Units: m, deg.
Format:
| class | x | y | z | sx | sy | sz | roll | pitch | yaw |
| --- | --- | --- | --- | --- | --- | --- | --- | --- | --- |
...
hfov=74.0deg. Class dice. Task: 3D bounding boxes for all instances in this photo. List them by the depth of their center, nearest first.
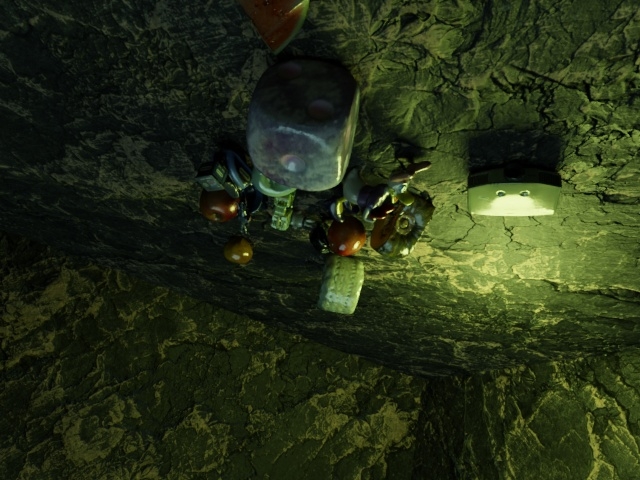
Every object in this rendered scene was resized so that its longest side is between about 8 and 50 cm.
| class | x | y | z | sx | sy | sz | roll | pitch | yaw |
| --- | --- | --- | --- | --- | --- | --- | --- | --- | --- |
| dice | -0.042 | -0.322 | 1.201 | 0.269 | 0.272 | 0.270 | 12 | 152 | 6 |

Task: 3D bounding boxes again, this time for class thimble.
| class | x | y | z | sx | sy | sz | roll | pitch | yaw |
| --- | --- | --- | --- | --- | --- | --- | --- | --- | --- |
| thimble | 0.099 | 0.212 | 2.106 | 0.195 | 0.292 | 0.292 | 14 | 152 | 0 |

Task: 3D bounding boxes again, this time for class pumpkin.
| class | x | y | z | sx | sy | sz | roll | pitch | yaw |
| --- | --- | --- | --- | --- | --- | --- | --- | --- | --- |
| pumpkin | 0.318 | -0.063 | 1.694 | 0.139 | 0.190 | 0.281 | 24 | 107 | -15 |

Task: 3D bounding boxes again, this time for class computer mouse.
| class | x | y | z | sx | sy | sz | roll | pitch | yaw |
| --- | --- | --- | --- | --- | --- | --- | --- | --- | --- |
| computer mouse | 0.000 | 0.000 | 1.869 | 0.077 | 0.147 | 0.241 | -23 | 175 | 9 |

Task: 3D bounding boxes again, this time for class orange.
| class | x | y | z | sx | sy | sz | roll | pitch | yaw |
| --- | --- | --- | --- | --- | --- | --- | --- | --- | --- |
| orange | -0.429 | 0.053 | 2.226 | 0.154 | 0.134 | 0.155 | 17 | 175 | 1 |

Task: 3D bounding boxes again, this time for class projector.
| class | x | y | z | sx | sy | sz | roll | pitch | yaw |
| --- | --- | --- | --- | --- | --- | --- | --- | --- | --- |
| projector | 0.612 | -0.163 | 1.361 | 0.269 | 0.088 | 0.194 | 2 | 148 | 21 |

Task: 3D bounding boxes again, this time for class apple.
| class | x | y | z | sx | sy | sz | roll | pitch | yaw |
| --- | --- | --- | --- | --- | --- | --- | --- | --- | --- |
| apple | -0.407 | -0.168 | 1.769 | 0.180 | 0.169 | 0.181 | 7 | 149 | 4 |

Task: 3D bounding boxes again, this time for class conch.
| class | x | y | z | sx | sy | sz | roll | pitch | yaw |
| --- | --- | --- | --- | --- | --- | --- | --- | --- | --- |
| conch | -0.150 | -0.251 | 1.540 | 0.220 | 0.121 | 0.185 | -11 | 139 | 28 |

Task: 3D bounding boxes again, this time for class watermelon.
| class | x | y | z | sx | sy | sz | roll | pitch | yaw |
| --- | --- | --- | --- | --- | --- | --- | --- | --- | --- |
| watermelon | -0.116 | -0.544 | 1.036 | 0.192 | 0.137 | 0.145 | 12 | -173 | 7 |

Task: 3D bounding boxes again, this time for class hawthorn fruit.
| class | x | y | z | sx | sy | sz | roll | pitch | yaw |
| --- | --- | --- | --- | --- | --- | --- | --- | --- | --- |
| hawthorn fruit | 0.108 | -0.016 | 1.784 | 0.172 | 0.173 | 0.173 | 12 | 152 | 6 |

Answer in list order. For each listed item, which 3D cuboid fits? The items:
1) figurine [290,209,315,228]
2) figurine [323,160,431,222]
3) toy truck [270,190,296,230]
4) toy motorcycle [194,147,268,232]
| class | x | y | z | sx | sy | sz | roll | pitch | yaw |
| --- | --- | --- | --- | --- | --- | --- | --- | --- | --- |
| figurine | -0.101 | -0.098 | 1.865 | 0.146 | 0.081 | 0.098 | 16 | -164 | -12 |
| figurine | 0.190 | -0.174 | 1.499 | 0.420 | 0.154 | 0.194 | -3 | 113 | 45 |
| toy truck | -0.157 | -0.125 | 1.721 | 0.085 | 0.116 | 0.191 | 14 | 124 | 2 |
| toy motorcycle | -0.316 | -0.194 | 1.624 | 0.125 | 0.213 | 0.359 | -3 | 147 | 29 |
